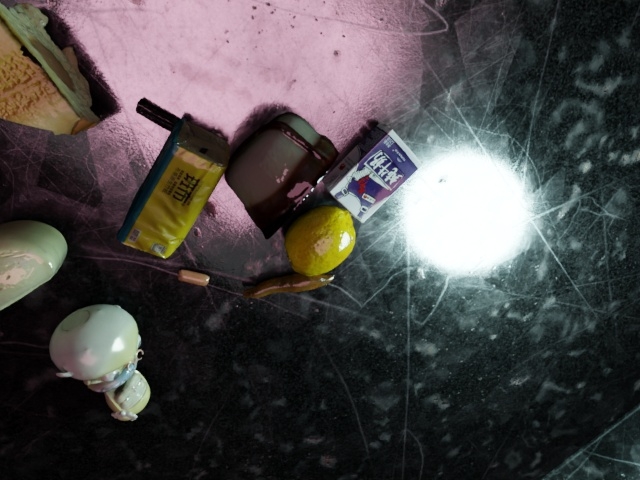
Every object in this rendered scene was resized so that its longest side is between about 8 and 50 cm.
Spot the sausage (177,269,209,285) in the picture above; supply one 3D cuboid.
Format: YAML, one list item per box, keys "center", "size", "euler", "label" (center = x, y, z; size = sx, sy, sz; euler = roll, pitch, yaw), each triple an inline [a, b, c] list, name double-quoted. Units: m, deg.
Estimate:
- center: [-0.347, 0.101, 1.153]
  size: [0.083, 0.034, 0.034]
  euler: [16, 109, -17]
  label: "sausage"

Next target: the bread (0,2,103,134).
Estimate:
- center: [-0.537, -0.324, 0.843]
  size: [0.211, 0.183, 0.224]
  euler: [17, 111, -20]
  label: "bread"

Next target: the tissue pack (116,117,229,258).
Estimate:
- center: [-0.326, -0.118, 0.957]
  size: [0.134, 0.192, 0.271]
  euler: [28, 114, -26]
  label: "tissue pack"

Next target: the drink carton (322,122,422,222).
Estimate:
- center: [0.130, -0.175, 1.101]
  size: [0.222, 0.102, 0.134]
  euler: [-44, 117, 10]
  label: "drink carton"

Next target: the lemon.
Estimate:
- center: [0.000, 0.000, 1.111]
  size: [0.207, 0.170, 0.170]
  euler: [-35, 116, 6]
  label: "lemon"

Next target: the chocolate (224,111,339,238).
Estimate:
- center: [-0.104, -0.168, 0.982]
  size: [0.186, 0.283, 0.283]
  euler: [39, 101, -8]
  label: "chocolate"

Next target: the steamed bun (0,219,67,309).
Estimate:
- center: [-0.725, 0.056, 0.960]
  size: [0.250, 0.200, 0.154]
  euler: [-32, 115, 0]
  label: "steamed bun"

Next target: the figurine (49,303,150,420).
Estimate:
- center: [-0.590, 0.347, 1.156]
  size: [0.275, 0.226, 0.394]
  euler: [3, 129, 20]
  label: "figurine"

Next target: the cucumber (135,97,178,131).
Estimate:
- center: [-0.348, -0.275, 0.987]
  size: [0.163, 0.043, 0.038]
  euler: [26, 65, -28]
  label: "cucumber"

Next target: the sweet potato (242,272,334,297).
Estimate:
- center: [-0.090, 0.125, 1.208]
  size: [0.265, 0.057, 0.057]
  euler: [-9, 115, -4]
  label: "sweet potato"
